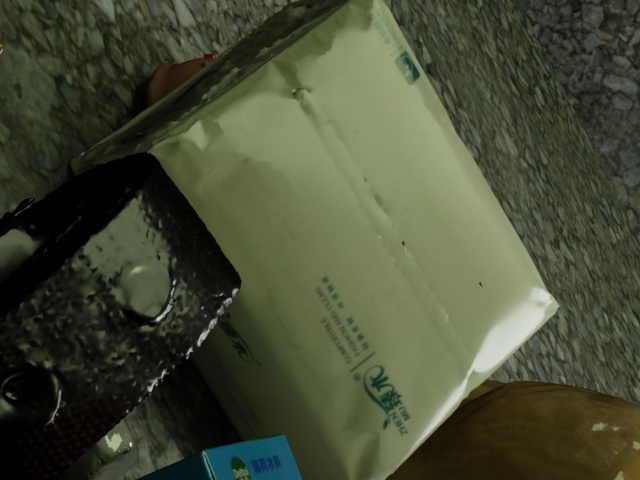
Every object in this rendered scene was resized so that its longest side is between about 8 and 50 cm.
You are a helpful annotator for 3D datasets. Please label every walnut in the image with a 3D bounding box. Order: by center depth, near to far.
[{"bbox_3d":[0.228,0.299,1.927,0.383,0.383,0.383,49,27,-36],"label":"walnut"}]

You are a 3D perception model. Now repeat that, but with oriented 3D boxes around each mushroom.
[{"bbox_3d":[-0.215,0.088,1.504,0.223,0.081,0.092,64,1,2],"label":"mushroom"}]

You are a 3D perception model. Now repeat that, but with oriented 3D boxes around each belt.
[{"bbox_3d":[-0.201,0.055,1.353,0.289,0.184,0.164,-45,113,-29],"label":"belt"}]

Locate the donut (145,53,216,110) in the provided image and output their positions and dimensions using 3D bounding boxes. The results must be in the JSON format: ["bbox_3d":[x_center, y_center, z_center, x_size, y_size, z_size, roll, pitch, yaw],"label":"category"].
[{"bbox_3d":[-0.088,-0.087,1.975,0.233,0.085,0.199,57,22,-25],"label":"donut"}]

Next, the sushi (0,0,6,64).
[{"bbox_3d":[-0.355,-0.183,1.340,0.270,0.171,0.236,48,28,-33],"label":"sushi"}]

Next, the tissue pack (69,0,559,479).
[{"bbox_3d":[0.000,0.000,1.784,0.297,0.207,0.380,-41,109,-26],"label":"tissue pack"}]

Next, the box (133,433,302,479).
[{"bbox_3d":[-0.122,0.211,1.430,0.139,0.194,0.073,-1,68,-67],"label":"box"}]
